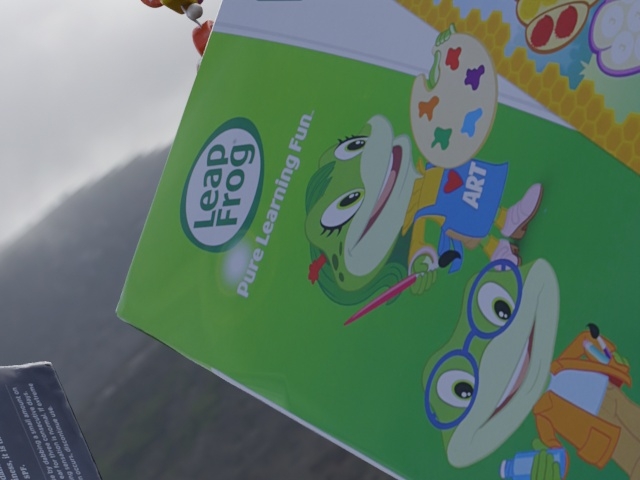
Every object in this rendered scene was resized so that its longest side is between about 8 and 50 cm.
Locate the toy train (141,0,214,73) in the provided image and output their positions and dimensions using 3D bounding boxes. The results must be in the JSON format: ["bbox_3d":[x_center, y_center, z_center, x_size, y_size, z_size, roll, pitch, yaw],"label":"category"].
[{"bbox_3d":[-0.109,-0.193,1.560,0.046,0.166,0.125,-31,-48,16],"label":"toy train"}]

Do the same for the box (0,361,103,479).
[{"bbox_3d":[-0.332,0.252,1.333,0.294,0.182,0.296,-2,-43,-33],"label":"box"}]

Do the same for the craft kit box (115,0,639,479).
[{"bbox_3d":[0.070,-0.061,0.424,0.247,0.061,0.249,23,95,56],"label":"craft kit box"}]
